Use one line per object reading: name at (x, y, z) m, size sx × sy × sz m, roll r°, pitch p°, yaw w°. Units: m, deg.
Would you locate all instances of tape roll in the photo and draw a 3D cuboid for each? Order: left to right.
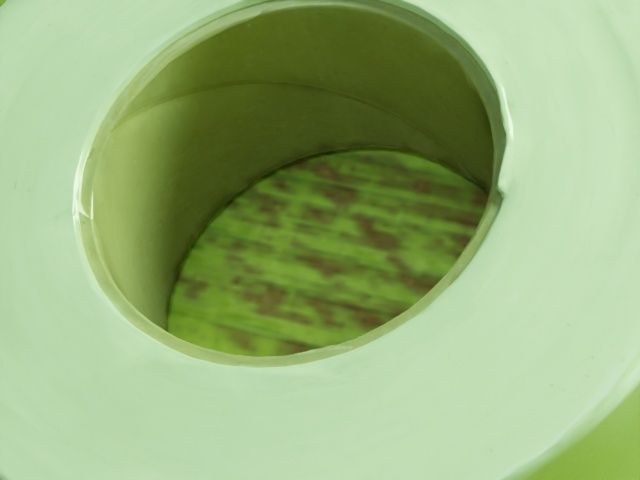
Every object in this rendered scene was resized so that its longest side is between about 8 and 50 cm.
tape roll at (0.000, 0.000, 0.685) m, size 0.286 × 0.100 × 0.286 m, roll -7°, pitch 58°, yaw 11°
